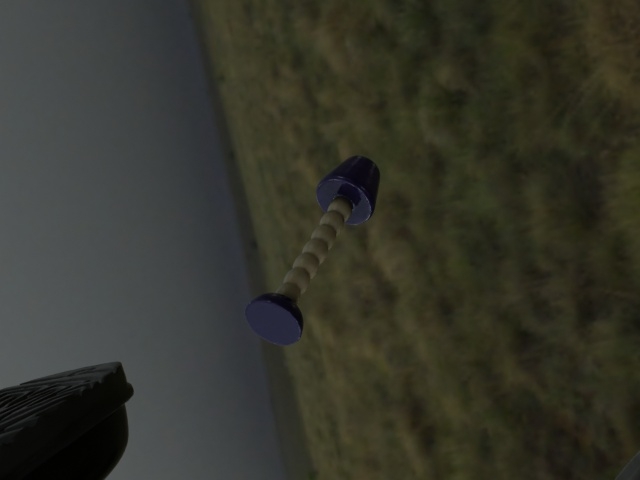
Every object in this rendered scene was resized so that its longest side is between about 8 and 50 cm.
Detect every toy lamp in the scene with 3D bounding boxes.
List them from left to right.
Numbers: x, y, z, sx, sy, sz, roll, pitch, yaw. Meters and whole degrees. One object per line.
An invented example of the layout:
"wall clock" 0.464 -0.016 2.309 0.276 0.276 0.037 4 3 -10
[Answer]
"toy lamp" 0.000 0.000 1.364 0.274 0.080 0.080 -59 -29 -41

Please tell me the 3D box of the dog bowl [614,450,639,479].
"dog bowl" 0.438 0.370 1.398 0.102 0.348 0.349 34 178 -3

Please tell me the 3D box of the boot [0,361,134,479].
"boot" -0.204 0.254 0.721 0.348 0.131 0.260 -42 -63 -53
